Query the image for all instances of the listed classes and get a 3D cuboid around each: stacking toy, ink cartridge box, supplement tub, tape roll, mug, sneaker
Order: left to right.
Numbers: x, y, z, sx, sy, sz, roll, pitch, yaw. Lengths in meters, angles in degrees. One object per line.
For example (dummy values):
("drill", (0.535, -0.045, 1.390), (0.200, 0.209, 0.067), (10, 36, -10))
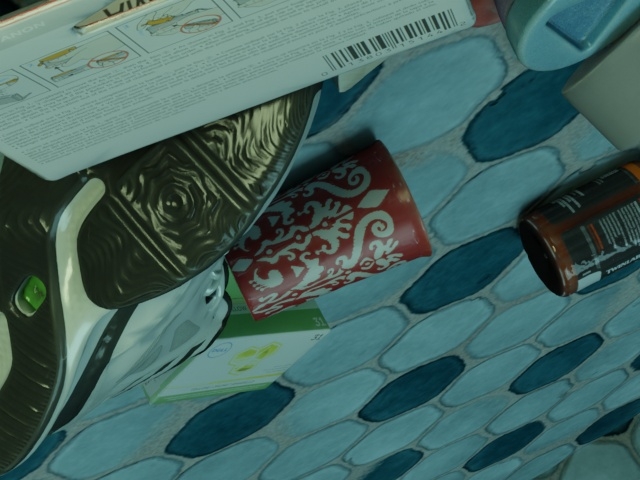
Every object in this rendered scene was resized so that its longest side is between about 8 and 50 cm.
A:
("sneaker", (-0.125, -0.020, 1.168), (0.447, 0.169, 0.257), (-48, 171, 26))
("ink cartridge box", (-0.074, -0.133, 0.854), (0.296, 0.066, 0.261), (-20, 167, 8))
("ink cartridge box", (-0.056, 0.074, 1.518), (0.171, 0.056, 0.235), (-2, 147, -48))
("mug", (0.003, 0.006, 1.367), (0.169, 0.113, 0.150), (-25, 147, -3))
("stacking toy", (0.124, -0.184, 1.085), (0.279, 0.130, 0.309), (-30, 157, 1))
("supplement tub", (0.331, -0.022, 1.713), (0.197, 0.106, 0.106), (-26, 158, -7))
("tape roll", (0.301, -0.177, 1.269), (0.219, 0.072, 0.219), (-46, -178, 2))
